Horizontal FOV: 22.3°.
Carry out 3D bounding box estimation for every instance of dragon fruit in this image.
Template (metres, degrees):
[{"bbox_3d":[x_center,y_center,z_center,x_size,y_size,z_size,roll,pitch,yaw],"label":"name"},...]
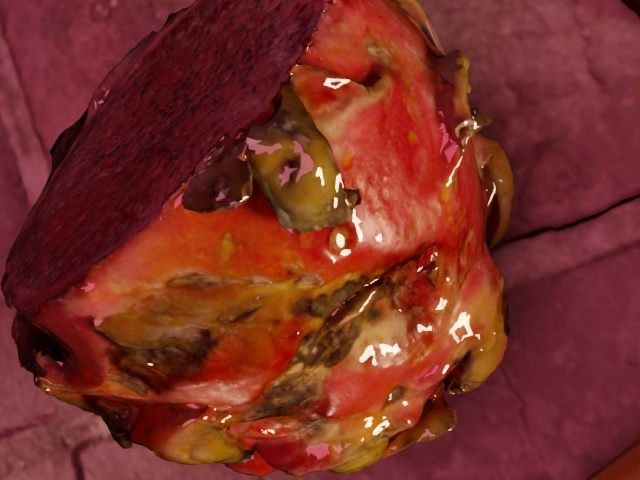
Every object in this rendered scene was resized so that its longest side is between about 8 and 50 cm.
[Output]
[{"bbox_3d":[0.000,0.000,0.951,0.263,0.314,0.296,41,123,-21],"label":"dragon fruit"}]

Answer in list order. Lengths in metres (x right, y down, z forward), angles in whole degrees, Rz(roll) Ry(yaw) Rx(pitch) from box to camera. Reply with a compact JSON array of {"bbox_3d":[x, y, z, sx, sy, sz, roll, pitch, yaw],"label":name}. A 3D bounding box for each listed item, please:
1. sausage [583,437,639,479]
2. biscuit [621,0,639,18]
[{"bbox_3d":[0.249,0.154,0.936,0.354,0.116,0.134,-33,88,17],"label":"sausage"},{"bbox_3d":[0.248,-0.206,0.971,0.192,0.049,0.192,-2,86,23],"label":"biscuit"}]
